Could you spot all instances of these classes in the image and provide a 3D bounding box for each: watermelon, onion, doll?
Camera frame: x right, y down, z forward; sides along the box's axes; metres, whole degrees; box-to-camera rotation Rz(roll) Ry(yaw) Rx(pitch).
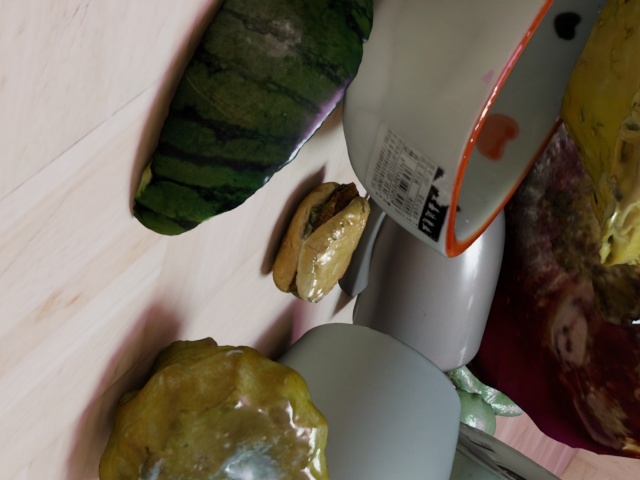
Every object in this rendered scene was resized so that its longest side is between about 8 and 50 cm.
[{"bbox_3d":[-0.023,-0.079,1.029,0.181,0.075,0.092,-58,170,-13],"label":"watermelon"},{"bbox_3d":[0.326,-0.021,1.651,0.420,0.398,0.398,-5,129,-40],"label":"onion"},{"bbox_3d":[0.174,0.160,2.189,0.115,0.077,0.150,40,70,-30],"label":"doll"}]

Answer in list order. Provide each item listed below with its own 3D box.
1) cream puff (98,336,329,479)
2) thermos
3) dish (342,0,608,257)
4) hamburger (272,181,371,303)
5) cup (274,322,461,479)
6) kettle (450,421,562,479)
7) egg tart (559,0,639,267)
[{"bbox_3d":[-0.067,0.118,1.213,0.146,0.146,0.116,-64,-156,17],"label":"cream puff"},{"bbox_3d":[0.081,0.001,1.524,0.137,0.105,0.193,-11,134,-29],"label":"thermos"},{"bbox_3d":[0.093,-0.125,1.244,0.256,0.117,0.256,-54,165,-22],"label":"dish"},{"bbox_3d":[0.000,0.000,1.329,0.076,0.044,0.083,-34,149,-56],"label":"hamburger"},{"bbox_3d":[-0.014,0.204,1.459,0.234,0.186,0.258,-61,-177,-31],"label":"cup"},{"bbox_3d":[0.081,0.326,1.824,0.318,0.265,0.205,-61,163,6],"label":"kettle"},{"bbox_3d":[0.239,-0.118,1.299,0.294,0.116,0.295,-56,168,-18],"label":"egg tart"}]
